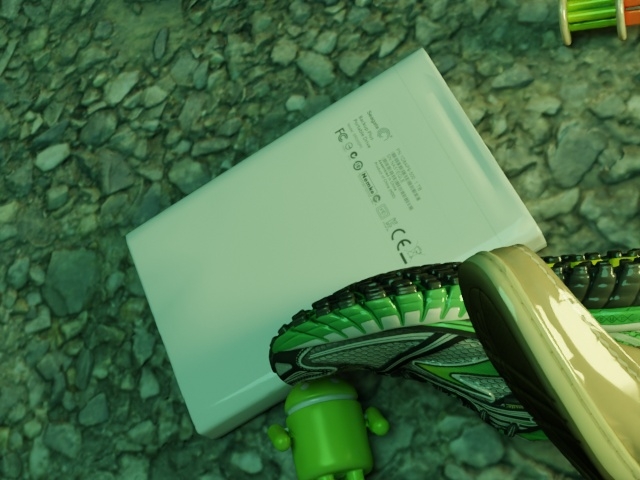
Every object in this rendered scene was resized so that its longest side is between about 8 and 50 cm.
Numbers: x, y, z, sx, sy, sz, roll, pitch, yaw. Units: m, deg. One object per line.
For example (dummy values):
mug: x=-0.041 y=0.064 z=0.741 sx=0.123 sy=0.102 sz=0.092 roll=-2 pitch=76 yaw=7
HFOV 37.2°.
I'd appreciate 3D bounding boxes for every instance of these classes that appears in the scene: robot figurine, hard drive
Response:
robot figurine: x=0.007 y=0.167 z=0.816 sx=0.101 sy=0.067 sz=0.115 roll=-8 pitch=64 yaw=-10
hard drive: x=0.000 y=0.000 z=0.901 sx=0.353 sy=0.047 sz=0.233 roll=-31 pitch=60 yaw=9

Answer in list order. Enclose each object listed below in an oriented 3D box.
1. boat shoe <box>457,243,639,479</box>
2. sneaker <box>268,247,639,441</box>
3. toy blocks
boat shoe: x=0.221 y=0.122 z=0.638 sx=0.110 sy=0.341 sz=0.121 roll=-40 pitch=14 yaw=-3
sneaker: x=0.122 y=0.092 z=0.743 sx=0.343 sy=0.134 sz=0.146 roll=-4 pitch=94 yaw=16
toy blocks: x=0.294 y=-0.242 z=0.866 sx=0.148 sy=0.054 sz=0.123 roll=-4 pitch=67 yaw=22
